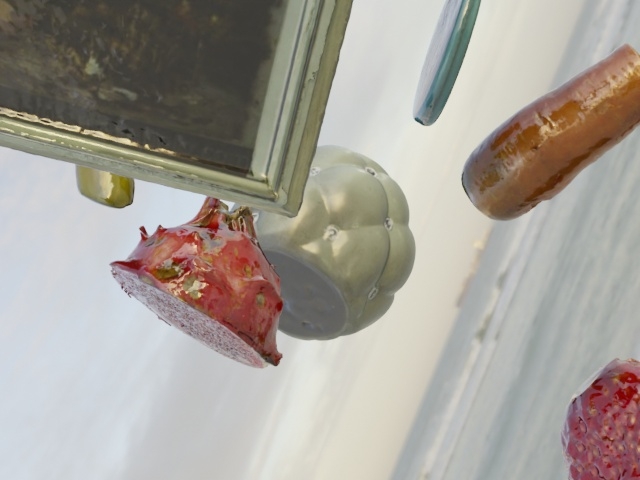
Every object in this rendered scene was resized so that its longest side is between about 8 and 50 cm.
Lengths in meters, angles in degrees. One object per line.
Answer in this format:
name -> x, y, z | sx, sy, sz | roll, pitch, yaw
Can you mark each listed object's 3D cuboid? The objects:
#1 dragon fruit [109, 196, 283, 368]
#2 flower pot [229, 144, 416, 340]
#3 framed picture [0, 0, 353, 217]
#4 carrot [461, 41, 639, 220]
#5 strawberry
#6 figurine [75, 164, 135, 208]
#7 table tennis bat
dragon fruit -> -0.075, 0.024, 0.809 | 0.111, 0.153, 0.153 | -59, -10, -13
flower pot -> 0.000, 0.000, 1.272 | 0.246, 0.246, 0.195 | 101, -164, -52
framed picture -> -0.127, -0.138, 0.446 | 0.019, 0.296, 0.232 | -82, 6, -60
carrot -> 0.210, -0.093, 0.893 | 0.193, 0.087, 0.087 | -40, 5, 27
strawberry -> 0.344, 0.257, 0.926 | 0.261, 0.257, 0.261 | -54, 25, 39
figurine -> -0.254, -0.173, 0.733 | 0.169, 0.326, 0.218 | -51, -30, -47
table tennis bat -> 0.108, -0.180, 0.757 | 0.124, 0.033, 0.201 | -82, 8, -61
